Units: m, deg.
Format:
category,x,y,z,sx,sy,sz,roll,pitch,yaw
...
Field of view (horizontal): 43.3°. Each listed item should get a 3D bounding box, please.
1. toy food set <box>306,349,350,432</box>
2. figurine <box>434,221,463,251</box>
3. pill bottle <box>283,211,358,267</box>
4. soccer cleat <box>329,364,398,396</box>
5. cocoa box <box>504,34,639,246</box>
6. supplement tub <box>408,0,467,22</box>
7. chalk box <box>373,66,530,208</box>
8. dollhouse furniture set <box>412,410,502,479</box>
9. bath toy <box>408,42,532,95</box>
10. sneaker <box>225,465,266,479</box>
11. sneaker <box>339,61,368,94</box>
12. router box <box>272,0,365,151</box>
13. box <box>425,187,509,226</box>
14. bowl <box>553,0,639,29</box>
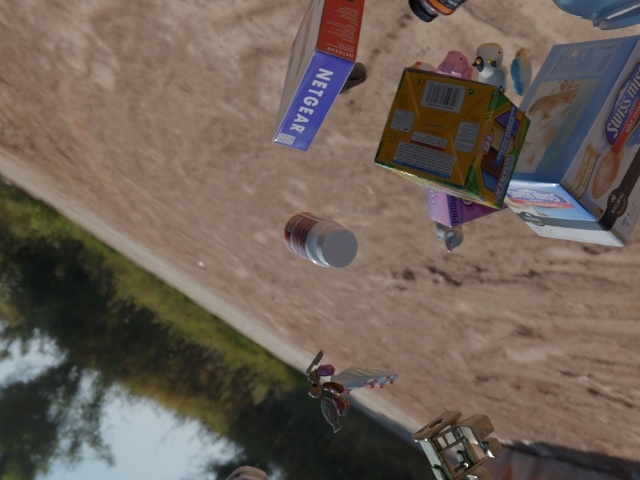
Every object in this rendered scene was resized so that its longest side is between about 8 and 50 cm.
category,x,y,z,sx,sy,sz,roll,pitch,yaw
toy food set,0.010,0.241,1.302,0.019,0.078,0.122,4,-141,-40
figurine,0.393,-0.082,2.376,0.093,0.214,0.209,7,-166,3
pill bottle,0.000,0.000,2.070,0.121,0.121,0.221,36,174,-28
soccer cleat,0.114,0.369,2.195,0.196,0.076,0.068,-17,144,16
cocoa box,0.531,-0.199,1.608,0.228,0.347,0.231,37,168,-29
supplement tub,0.262,-0.515,1.585,0.106,0.106,0.198,34,138,-19
chalk box,0.251,-0.170,1.447,0.180,0.179,0.289,19,-178,29
dollhouse furniture set,0.281,0.430,1.524,0.181,0.101,0.161,61,158,-1
bath toy,0.379,-0.444,2.157,0.348,0.129,0.151,2,110,31
sneaker,-0.218,0.629,1.836,0.105,0.281,0.115,22,-144,-14
sneaker,0.056,-0.469,2.141,0.087,0.227,0.130,1,113,32
router box,0.002,-0.401,1.691,0.082,0.301,0.335,15,151,-11
box,0.399,-0.179,2.102,0.117,0.243,0.213,-146,41,-63
bowl,0.511,-0.436,1.334,0.298,0.134,0.298,-11,178,0
